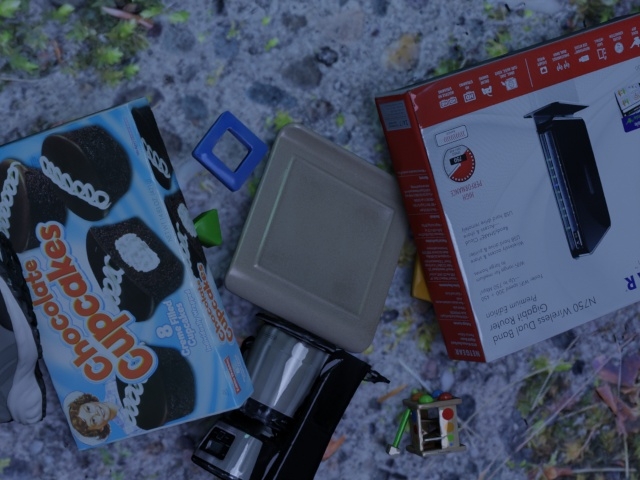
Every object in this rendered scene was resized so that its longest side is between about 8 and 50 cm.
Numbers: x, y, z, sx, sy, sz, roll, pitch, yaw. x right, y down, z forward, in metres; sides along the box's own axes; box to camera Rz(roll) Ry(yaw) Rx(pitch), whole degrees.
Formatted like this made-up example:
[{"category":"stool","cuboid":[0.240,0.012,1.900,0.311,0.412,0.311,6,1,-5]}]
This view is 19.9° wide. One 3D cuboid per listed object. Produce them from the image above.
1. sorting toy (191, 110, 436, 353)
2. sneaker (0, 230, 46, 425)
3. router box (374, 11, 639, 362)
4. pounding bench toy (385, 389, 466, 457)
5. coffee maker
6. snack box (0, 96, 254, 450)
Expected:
[{"category":"sorting toy","cuboid":[0.000,0.000,1.932,0.348,0.047,0.196,28,70,-21]},{"category":"sneaker","cuboid":[-0.325,0.097,1.758,0.108,0.271,0.100,-10,50,-14]},{"category":"router box","cuboid":[0.255,-0.063,1.981,0.335,0.082,0.301,-20,98,-25]},{"category":"pounding bench toy","cuboid":[0.109,0.200,1.987,0.083,0.052,0.065,-7,94,-17]},{"category":"coffee maker","cuboid":[-0.027,0.190,1.909,0.171,0.120,0.178,27,85,-17]},{"category":"snack box","cuboid":[-0.209,0.036,1.830,0.187,0.060,0.322,-17,98,19]}]
